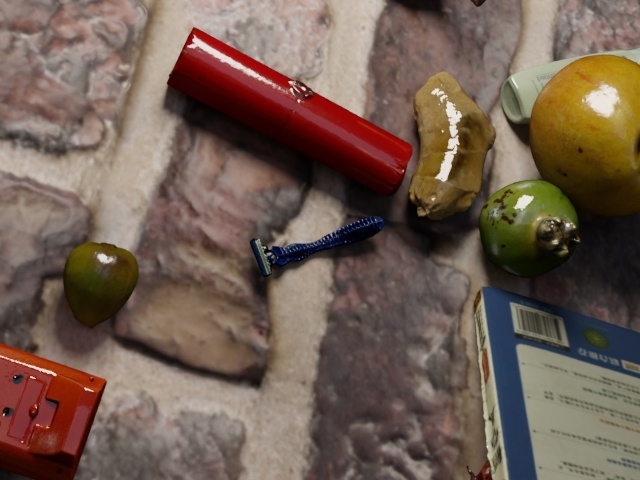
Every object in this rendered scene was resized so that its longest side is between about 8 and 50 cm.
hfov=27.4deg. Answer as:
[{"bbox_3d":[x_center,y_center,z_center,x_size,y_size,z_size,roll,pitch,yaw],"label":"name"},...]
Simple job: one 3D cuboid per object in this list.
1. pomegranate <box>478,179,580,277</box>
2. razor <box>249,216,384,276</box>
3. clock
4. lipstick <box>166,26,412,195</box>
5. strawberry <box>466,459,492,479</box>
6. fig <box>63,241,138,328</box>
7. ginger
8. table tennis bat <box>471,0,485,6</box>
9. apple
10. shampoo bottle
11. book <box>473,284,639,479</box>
[{"bbox_3d":[0.239,-0.012,1.447,0.115,0.142,0.114,-2,96,-18],"label":"pomegranate"},{"bbox_3d":[-0.002,0.002,1.420,0.155,0.028,0.044,-17,73,-22],"label":"razor"},{"bbox_3d":[-0.293,0.158,1.249,0.155,0.061,0.113,20,67,-9],"label":"clock"},{"bbox_3d":[-0.030,-0.138,1.439,0.280,0.073,0.073,27,65,-9],"label":"lipstick"},{"bbox_3d":[0.308,0.329,1.344,0.253,0.150,0.280,-7,75,-22],"label":"strawberry"},{"bbox_3d":[-0.223,0.045,1.310,0.074,0.074,0.088,17,88,-12],"label":"fig"},{"bbox_3d":[0.144,-0.104,1.485,0.095,0.069,0.190,19,65,-18],"label":"ginger"},{"bbox_3d":[0.146,-0.315,1.597,0.107,0.119,0.170,-46,65,-2],"label":"table tennis bat"},{"bbox_3d":[0.328,-0.115,1.489,0.182,0.155,0.182,-9,112,-24],"label":"apple"},{"bbox_3d":[0.316,-0.189,1.585,0.212,0.049,0.072,-18,78,-24],"label":"shampoo bottle"},{"bbox_3d":[0.307,0.227,1.321,0.300,0.039,0.428,18,35,-11],"label":"book"}]
